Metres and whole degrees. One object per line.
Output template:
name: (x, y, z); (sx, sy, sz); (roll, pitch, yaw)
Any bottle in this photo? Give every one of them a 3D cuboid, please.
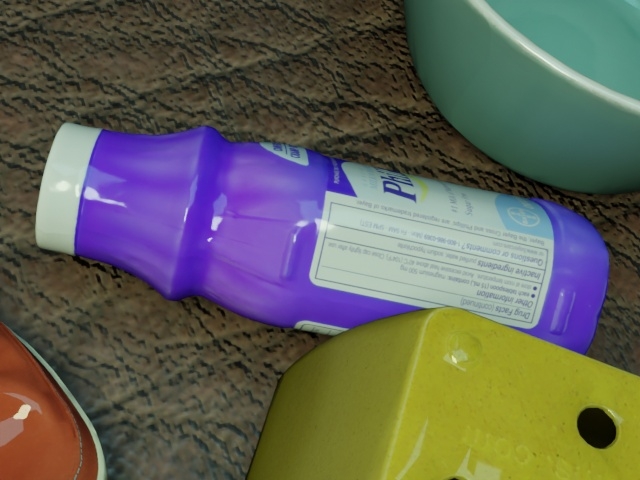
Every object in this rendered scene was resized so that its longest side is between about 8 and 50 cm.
bottle: (0.000, 0.000, 0.512); (0.282, 0.118, 0.092); (12, 99, -6)

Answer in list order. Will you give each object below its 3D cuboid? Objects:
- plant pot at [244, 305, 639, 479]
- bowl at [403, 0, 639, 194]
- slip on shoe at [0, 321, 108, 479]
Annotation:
plant pot: (0.069, 0.145, 0.407); (0.212, 0.187, 0.212); (21, 58, -2)
bowl: (0.176, -0.152, 0.612); (0.311, 0.163, 0.312); (6, 60, -11)
slip on shoe: (-0.231, 0.027, 0.450); (0.331, 0.101, 0.123); (43, 59, 10)
